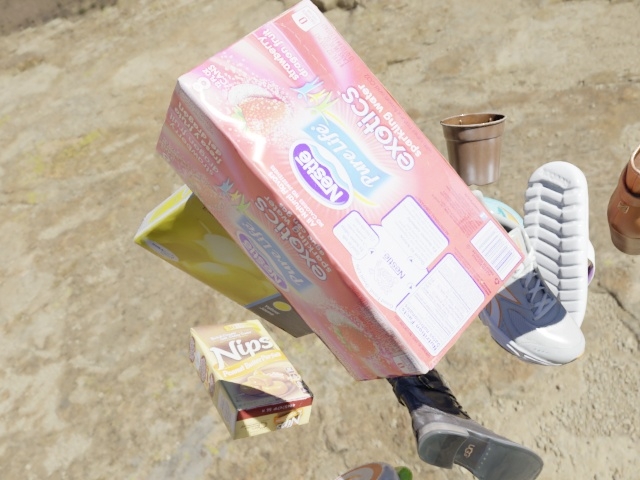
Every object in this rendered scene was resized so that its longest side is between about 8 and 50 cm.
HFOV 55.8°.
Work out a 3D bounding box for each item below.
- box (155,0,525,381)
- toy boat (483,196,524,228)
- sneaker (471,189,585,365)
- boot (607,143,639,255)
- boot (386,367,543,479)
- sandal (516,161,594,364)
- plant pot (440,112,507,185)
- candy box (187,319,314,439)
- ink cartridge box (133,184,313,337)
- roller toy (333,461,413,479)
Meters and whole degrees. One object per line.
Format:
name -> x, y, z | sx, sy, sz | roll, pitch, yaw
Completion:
box -> 0.011, -0.034, 0.548 | 0.154, 0.300, 0.142 | -43, 3, -27
toy boat -> 0.434, 0.021, 1.570 | 0.268, 0.148, 0.318 | 11, 64, -10
sneaker -> 0.246, 0.047, 0.784 | 0.099, 0.121, 0.262 | -36, 74, -28
boot -> 0.330, -0.076, 0.510 | 0.197, 0.152, 0.073 | -43, 58, -2
boot -> 0.233, 0.296, 1.035 | 0.091, 0.263, 0.229 | -60, 18, 15
sandal -> 0.481, 0.052, 1.226 | 0.102, 0.416, 0.169 | 0, 11, -40
plant pot -> 0.401, -0.235, 1.573 | 0.167, 0.165, 0.167 | -7, 19, 3
candy box -> -0.171, 0.308, 1.401 | 0.183, 0.087, 0.316 | -3, 27, -30
ink cartridge box -> -0.045, 0.013, 0.795 | 0.307, 0.304, 0.072 | -24, 38, 48
roller toy -> 0.084, 0.531, 1.148 | 0.209, 0.146, 0.191 | -29, -3, 23
